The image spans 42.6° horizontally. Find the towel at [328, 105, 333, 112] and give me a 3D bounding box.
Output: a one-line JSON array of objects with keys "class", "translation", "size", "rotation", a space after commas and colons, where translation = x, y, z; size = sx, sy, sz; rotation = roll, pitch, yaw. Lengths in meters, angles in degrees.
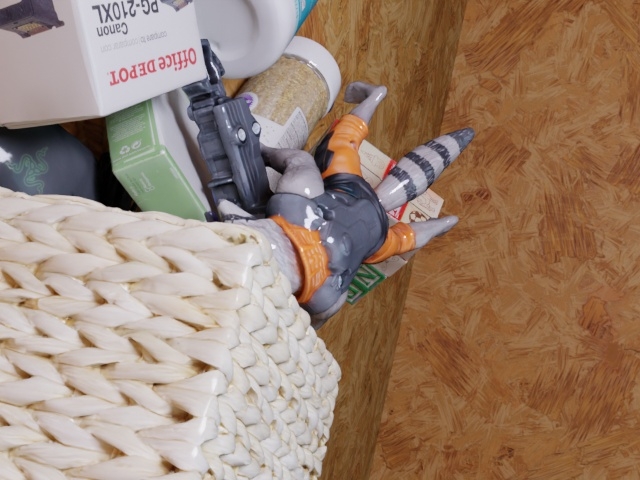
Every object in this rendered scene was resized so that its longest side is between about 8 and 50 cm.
[{"class": "towel", "translation": [-0.002, -0.248, 1.397], "size": [0.119, 0.029, 0.067], "rotation": [-25, 126, -70]}]

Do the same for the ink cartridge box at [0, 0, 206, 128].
[{"class": "ink cartridge box", "translation": [-0.182, -0.220, 0.621], "size": [0.172, 0.100, 0.237], "rotation": [-46, 132, -61]}]

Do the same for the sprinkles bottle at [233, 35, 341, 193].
[{"class": "sprinkles bottle", "translation": [-0.084, -0.124, 1.046], "size": [0.121, 0.121, 0.355], "rotation": [85, 23, -43]}]

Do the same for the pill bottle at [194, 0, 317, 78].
[{"class": "pill bottle", "translation": [-0.068, -0.302, 0.921], "size": [0.264, 0.146, 0.146], "rotation": [-66, 160, -47]}]

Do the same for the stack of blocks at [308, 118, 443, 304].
[{"class": "stack of blocks", "translation": [0.000, 0.000, 1.084], "size": [0.297, 0.171, 0.087], "rotation": [-44, -167, 46]}]

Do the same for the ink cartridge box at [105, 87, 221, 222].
[{"class": "ink cartridge box", "translation": [-0.156, -0.108, 0.823], "size": [0.171, 0.056, 0.235], "rotation": [63, 7, -52]}]

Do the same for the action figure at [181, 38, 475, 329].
[{"class": "action figure", "translation": [0.000, -0.062, 0.794], "size": [0.330, 0.179, 0.341], "rotation": [-41, 117, -47]}]

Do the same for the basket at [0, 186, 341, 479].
[{"class": "basket", "translation": [-0.174, 0.145, 0.575], "size": [0.328, 0.332, 0.266], "rotation": [68, 35, -61]}]

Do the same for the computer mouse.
[{"class": "computer mouse", "translation": [-0.227, -0.037, 0.722], "size": [0.272, 0.072, 0.188], "rotation": [52, 52, -69]}]
